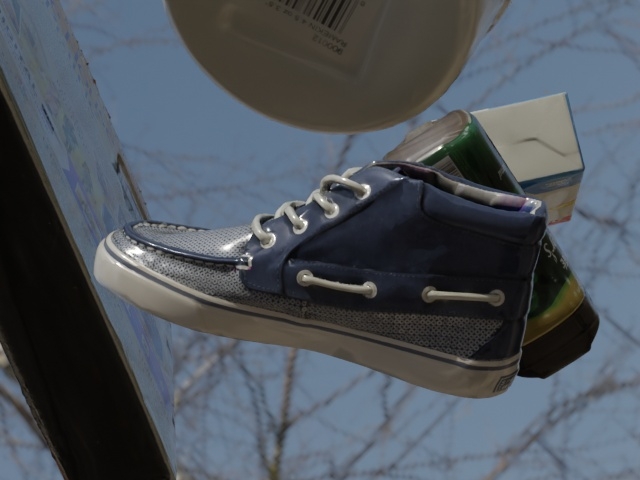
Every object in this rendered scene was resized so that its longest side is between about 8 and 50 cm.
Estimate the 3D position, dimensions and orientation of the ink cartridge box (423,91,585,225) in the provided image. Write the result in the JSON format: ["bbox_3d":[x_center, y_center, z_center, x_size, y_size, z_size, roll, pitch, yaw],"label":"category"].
[{"bbox_3d":[0.169,-0.056,1.530,0.134,0.078,0.231,-12,-15,2],"label":"ink cartridge box"}]

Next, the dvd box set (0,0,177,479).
[{"bbox_3d":[-0.176,-0.048,1.039,0.062,0.420,0.308,-21,-72,0],"label":"dvd box set"}]

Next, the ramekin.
[{"bbox_3d":[0.010,-0.214,1.229,0.135,0.277,0.277,-65,-17,-48],"label":"ramekin"}]

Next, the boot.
[{"bbox_3d":[0.000,0.000,0.695,0.069,0.190,0.086,-60,-17,-71],"label":"boot"}]

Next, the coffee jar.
[{"bbox_3d":[0.119,0.005,1.126,0.079,0.096,0.184,-32,-76,7],"label":"coffee jar"}]
